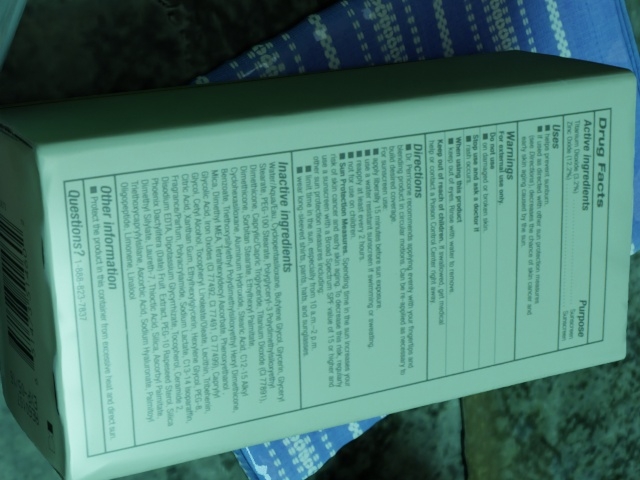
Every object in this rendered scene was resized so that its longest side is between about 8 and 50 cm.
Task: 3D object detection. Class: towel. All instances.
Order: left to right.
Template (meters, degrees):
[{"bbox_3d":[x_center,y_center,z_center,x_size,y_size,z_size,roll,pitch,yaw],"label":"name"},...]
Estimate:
[{"bbox_3d":[0.060,-0.030,0.783,0.336,0.040,0.243,-32,118,-19],"label":"towel"}]

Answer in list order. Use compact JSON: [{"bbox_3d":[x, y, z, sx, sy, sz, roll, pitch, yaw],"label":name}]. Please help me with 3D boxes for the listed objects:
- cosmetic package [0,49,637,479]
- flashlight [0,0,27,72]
[{"bbox_3d":[0.000,0.000,0.679,0.309,0.113,0.160,-9,107,-26],"label":"cosmetic package"},{"bbox_3d":[-0.217,0.008,0.588,0.103,0.103,0.304,18,96,-39],"label":"flashlight"}]
